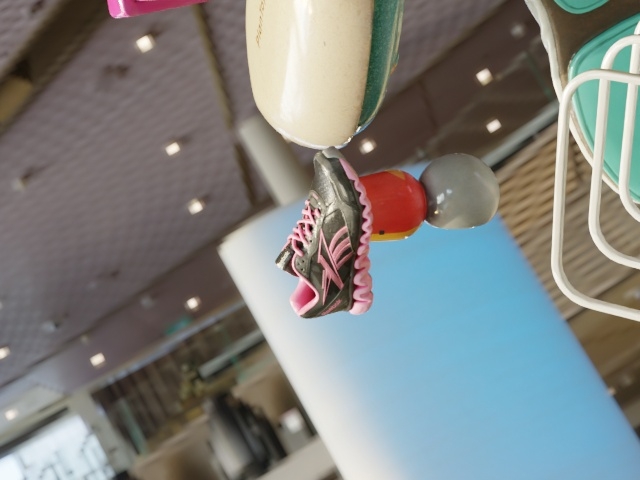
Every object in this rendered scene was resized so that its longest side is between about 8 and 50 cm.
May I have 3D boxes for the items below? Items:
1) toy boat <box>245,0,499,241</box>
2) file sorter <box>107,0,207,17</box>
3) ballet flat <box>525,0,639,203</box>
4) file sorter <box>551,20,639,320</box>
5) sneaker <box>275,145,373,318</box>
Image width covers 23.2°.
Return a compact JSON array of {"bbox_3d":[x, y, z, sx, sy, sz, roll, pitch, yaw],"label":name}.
[{"bbox_3d":[0.036,-0.134,1.299,0.148,0.318,0.267,-9,-29,-15],"label":"toy boat"},{"bbox_3d":[-0.016,-0.292,0.905,0.202,0.291,0.182,-18,16,-35],"label":"file sorter"},{"bbox_3d":[0.235,-0.208,1.338,0.139,0.139,0.400,-31,-59,5],"label":"ballet flat"},{"bbox_3d":[0.300,-0.074,1.114,0.277,0.173,0.193,-39,-44,-48],"label":"file sorter"},{"bbox_3d":[0.000,0.000,0.945,0.057,0.047,0.119,-14,-56,-15],"label":"sneaker"}]
